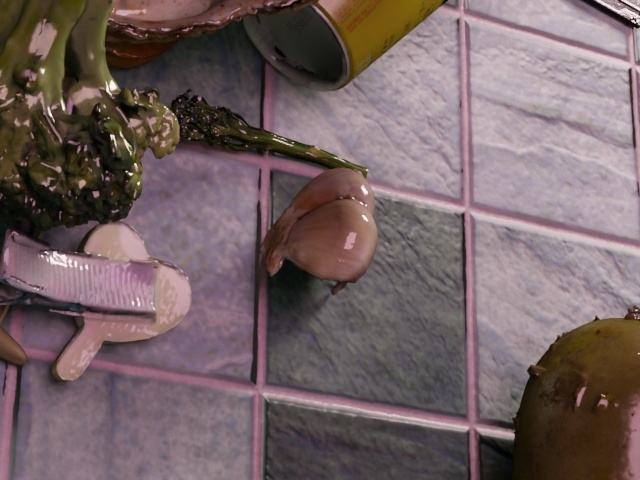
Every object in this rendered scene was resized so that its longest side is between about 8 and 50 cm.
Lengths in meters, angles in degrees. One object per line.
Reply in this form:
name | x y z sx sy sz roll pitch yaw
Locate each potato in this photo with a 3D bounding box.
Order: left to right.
potato | 0.306 0.247 1.597 0.270 0.219 0.359 35 59 -21

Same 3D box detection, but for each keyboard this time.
keyboard | 0.340 -0.317 1.974 0.155 0.010 0.053 26 59 -18

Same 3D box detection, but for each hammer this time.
hammer | -0.267 0.025 1.484 0.060 0.028 0.195 34 56 -22

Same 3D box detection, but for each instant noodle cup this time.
instant noodle cup | 0.039 -0.286 1.692 0.215 0.215 0.236 44 65 -7

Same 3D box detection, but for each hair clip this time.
hair clip | -0.215 0.053 1.467 0.218 0.071 0.159 11 73 -39

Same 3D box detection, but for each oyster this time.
oyster | -0.154 -0.254 1.545 0.345 0.078 0.129 -12 76 -11

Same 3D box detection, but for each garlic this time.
garlic | 0.013 -0.004 1.584 0.099 0.124 0.174 30 14 -19

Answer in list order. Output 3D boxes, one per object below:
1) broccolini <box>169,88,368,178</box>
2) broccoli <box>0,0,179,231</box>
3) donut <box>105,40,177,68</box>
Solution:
broccolini | -0.054 -0.099 1.649 0.239 0.051 0.054 18 56 -30
broccoli | -0.261 -0.147 1.413 0.288 0.248 0.245 32 99 -11
donut | -0.203 -0.245 1.609 0.152 0.058 0.152 10 67 -24
